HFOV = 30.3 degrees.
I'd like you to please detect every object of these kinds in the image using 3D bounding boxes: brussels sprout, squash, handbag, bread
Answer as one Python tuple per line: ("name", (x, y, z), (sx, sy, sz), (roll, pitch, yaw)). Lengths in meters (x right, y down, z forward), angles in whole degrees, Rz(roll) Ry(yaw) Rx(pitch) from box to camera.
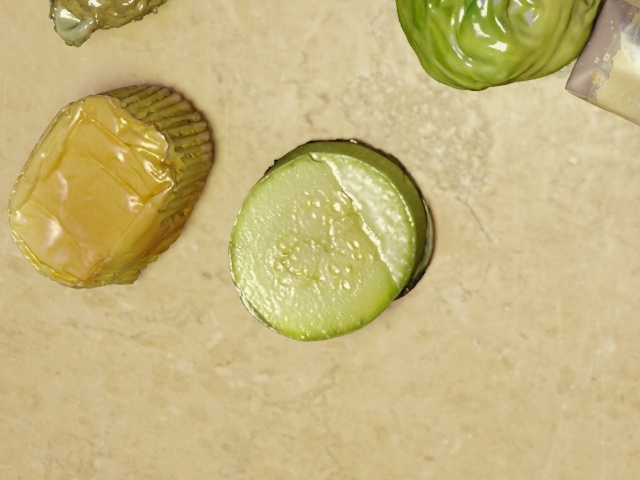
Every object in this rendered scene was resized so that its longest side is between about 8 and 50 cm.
("brussels sprout", (0.175, -0.253, 1.180), (0.223, 0.161, 0.223), (-7, 77, 32))
("squash", (0.012, -0.006, 1.321), (0.220, 0.133, 0.220), (3, 101, 14))
("handbag", (0.345, -0.165, 1.183), (0.173, 0.095, 0.117), (31, 118, 17))
("bread", (-0.238, -0.063, 1.378), (0.179, 0.133, 0.250), (37, 112, 6))

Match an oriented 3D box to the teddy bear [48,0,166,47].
("teddy bear", (-0.266, -0.349, 1.299), (0.267, 0.156, 0.256), (-36, 90, 1))
